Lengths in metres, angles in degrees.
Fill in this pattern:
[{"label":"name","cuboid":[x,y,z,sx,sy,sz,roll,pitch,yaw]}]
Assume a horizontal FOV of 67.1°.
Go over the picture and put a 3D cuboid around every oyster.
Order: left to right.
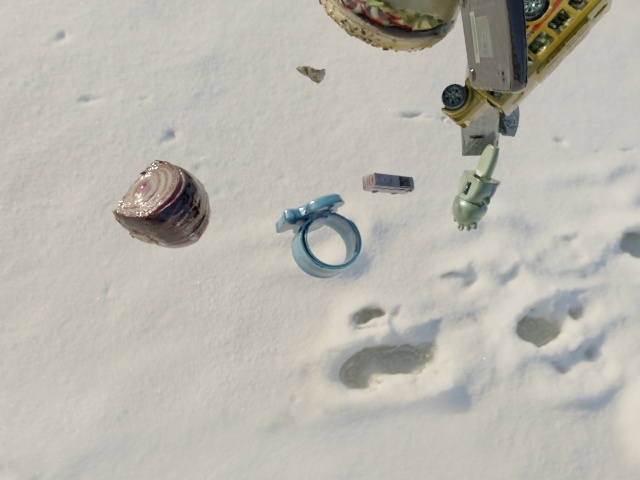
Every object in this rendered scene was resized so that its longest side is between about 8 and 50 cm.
[{"label":"oyster","cuboid":[-0.026,-0.406,1.179,0.083,0.038,0.081,-1,26,-19]}]

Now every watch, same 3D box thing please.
[{"label":"watch","cuboid":[0.000,0.000,1.262,0.211,0.211,0.193,-18,76,-23]}]

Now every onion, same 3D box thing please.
[{"label":"onion","cuboid":[-0.382,-0.074,1.270,0.207,0.206,0.216,15,64,29]}]

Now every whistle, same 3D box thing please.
[{"label":"whistle","cuboid":[0.414,-0.134,1.274,0.092,0.244,0.110,2,27,-29]}]

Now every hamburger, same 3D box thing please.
[{"label":"hamburger","cuboid":[0.126,-0.473,0.895,0.300,0.176,0.300,12,46,-13]}]

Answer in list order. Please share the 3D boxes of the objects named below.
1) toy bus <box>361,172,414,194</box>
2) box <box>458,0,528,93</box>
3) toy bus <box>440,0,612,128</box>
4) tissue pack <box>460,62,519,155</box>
[{"label":"toy bus","cuboid":[0.150,-0.125,1.054,0.130,0.052,0.037,0,79,-37]},{"label":"box","cuboid":[0.194,-0.233,0.548,0.027,0.126,0.125,-14,21,0]},{"label":"toy bus","cuboid":[0.385,-0.352,0.927,0.123,0.335,0.121,48,23,18]},{"label":"tissue pack","cuboid":[0.454,-0.357,1.286,0.145,0.159,0.229,3,51,19]}]
